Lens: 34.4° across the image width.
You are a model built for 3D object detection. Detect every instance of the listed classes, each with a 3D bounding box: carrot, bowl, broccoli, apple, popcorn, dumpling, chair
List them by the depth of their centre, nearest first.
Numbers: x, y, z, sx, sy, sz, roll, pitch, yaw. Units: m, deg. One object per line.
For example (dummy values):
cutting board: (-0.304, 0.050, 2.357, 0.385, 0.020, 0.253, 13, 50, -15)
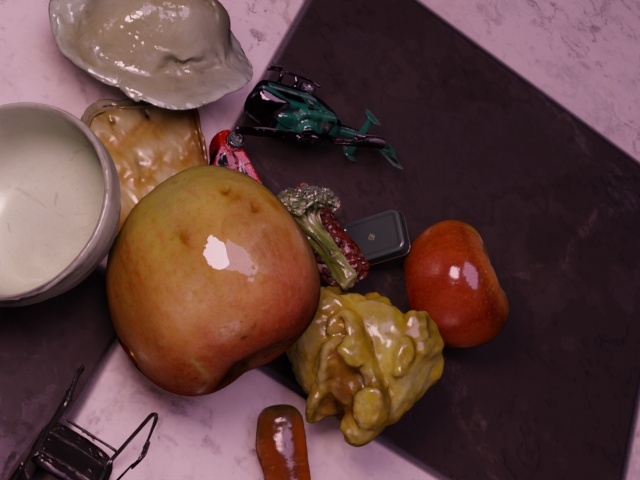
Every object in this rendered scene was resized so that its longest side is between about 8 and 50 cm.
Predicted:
chair: (-0.358, 0.319, 1.481, 0.140, 0.221, 0.145, 36, 10, -10)
bowl: (-0.433, -0.041, 1.537, 0.307, 0.163, 0.307, -3, 75, 10)
apple: (-0.174, 0.058, 1.577, 0.338, 0.338, 0.305, -26, 77, -37)
carrot: (-0.057, 0.360, 1.649, 0.087, 0.087, 0.193, 3, 68, -30)
broccoli: (-0.007, -0.005, 1.717, 0.204, 0.118, 0.122, 50, 31, 19)
popcorn: (0.058, 0.195, 1.728, 0.250, 0.235, 0.242, 31, 32, 30)
dumpling: (-0.284, -0.350, 1.763, 0.321, 0.270, 0.211, -9, 113, -4)
apple: (0.240, 0.084, 1.900, 0.210, 0.173, 0.234, 52, 19, -56)

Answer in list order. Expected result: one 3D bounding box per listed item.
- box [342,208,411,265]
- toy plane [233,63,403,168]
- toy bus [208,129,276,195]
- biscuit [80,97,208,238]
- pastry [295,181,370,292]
box: (0.099, -0.003, 1.905, 0.031, 0.126, 0.091, 35, 42, -60)
toy plane: (-0.007, -0.218, 1.933, 0.382, 0.106, 0.155, 14, 34, -38)
toy bus: (-0.153, -0.099, 1.831, 0.089, 0.081, 0.195, -24, 81, -27)
biscuit: (-0.347, -0.133, 1.737, 0.335, 0.078, 0.329, 17, 61, -22)
pastry: (0.000, 0.000, 1.848, 0.097, 0.115, 0.208, -37, 89, 1)
